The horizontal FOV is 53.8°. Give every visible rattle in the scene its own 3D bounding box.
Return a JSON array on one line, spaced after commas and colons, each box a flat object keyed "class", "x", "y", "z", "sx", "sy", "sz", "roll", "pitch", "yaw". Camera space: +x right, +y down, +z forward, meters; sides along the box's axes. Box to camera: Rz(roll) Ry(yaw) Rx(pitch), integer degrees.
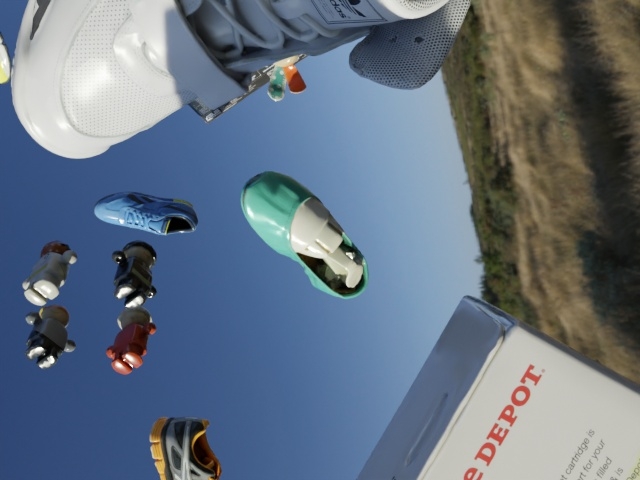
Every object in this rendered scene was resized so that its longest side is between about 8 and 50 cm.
[{"class": "rattle", "x": -0.072, "y": -0.341, "z": 1.078, "sx": 0.199, "sy": 0.130, "sz": 0.143, "roll": 51, "pitch": -166, "yaw": -4}]

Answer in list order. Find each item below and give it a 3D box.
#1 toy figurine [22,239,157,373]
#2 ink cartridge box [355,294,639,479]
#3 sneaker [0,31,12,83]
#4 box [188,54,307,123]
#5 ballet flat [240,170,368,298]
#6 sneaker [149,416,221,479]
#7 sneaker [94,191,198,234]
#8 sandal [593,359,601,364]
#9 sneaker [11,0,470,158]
[{"class": "toy figurine", "x": -0.379, "y": 0.102, "z": 1.050, "sx": 0.148, "sy": 0.210, "sz": 0.212, "roll": -105, "pitch": 21, "yaw": -58}, {"class": "ink cartridge box", "x": 0.193, "y": 0.197, "z": 0.493, "sx": 0.201, "sy": 0.278, "sz": 0.117, "roll": -61, "pitch": 8, "yaw": 3}, {"class": "sneaker", "x": -0.509, "y": -0.308, "z": 0.874, "sx": 0.081, "sy": 0.094, "sz": 0.208, "roll": 33, "pitch": 151, "yaw": 58}, {"class": "box", "x": -0.213, "y": -0.434, "z": 1.412, "sx": 0.242, "sy": 0.308, "sz": 0.076, "roll": 44, "pitch": -158, "yaw": -44}, {"class": "ballet flat", "x": 0.000, "y": 0.000, "z": 0.746, "sx": 0.083, "sy": 0.087, "sz": 0.247, "roll": -60, "pitch": -34, "yaw": -13}, {"class": "sneaker", "x": -0.184, "y": 0.360, "z": 0.930, "sx": 0.084, "sy": 0.083, "sz": 0.214, "roll": -41, "pitch": -64, "yaw": -79}, {"class": "sneaker", "x": -0.358, "y": -0.051, "z": 1.304, "sx": 0.082, "sy": 0.210, "sz": 0.069, "roll": -116, "pitch": 36, "yaw": -56}, {"class": "sandal", "x": 0.468, "y": 0.325, "z": 1.058, "sx": 0.088, "sy": 0.079, "sz": 0.239, "roll": -18, "pitch": -94, "yaw": -60}, {"class": "sneaker", "x": -0.049, "y": -0.156, "z": 0.408, "sx": 0.137, "sy": 0.366, "sz": 0.210, "roll": 46, "pitch": -173, "yaw": -46}]
